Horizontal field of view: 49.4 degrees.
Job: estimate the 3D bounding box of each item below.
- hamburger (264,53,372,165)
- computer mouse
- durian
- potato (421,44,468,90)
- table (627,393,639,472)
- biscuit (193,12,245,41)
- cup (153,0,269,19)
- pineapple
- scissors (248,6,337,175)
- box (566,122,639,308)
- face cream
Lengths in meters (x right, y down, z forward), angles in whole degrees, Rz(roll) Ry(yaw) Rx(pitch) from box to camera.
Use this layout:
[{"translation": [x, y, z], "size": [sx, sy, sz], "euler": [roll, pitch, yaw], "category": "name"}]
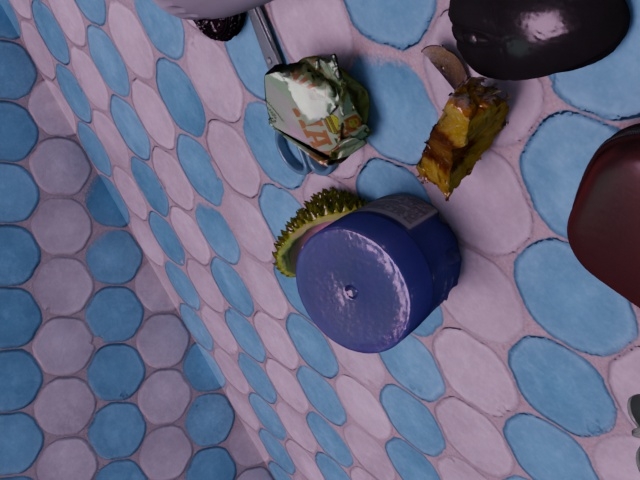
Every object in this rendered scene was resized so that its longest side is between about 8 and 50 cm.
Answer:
[{"translation": [0.004, -0.263, 1.300], "size": [0.214, 0.125, 0.235], "euler": [27, 136, 18], "category": "hamburger"}, {"translation": [0.265, -0.282, 0.923], "size": [0.270, 0.086, 0.137], "euler": [16, 132, 51], "category": "computer mouse"}, {"translation": [0.000, 0.000, 1.548], "size": [0.169, 0.158, 0.352], "euler": [40, 146, 4], "category": "durian"}, {"translation": [0.200, -0.276, 1.085], "size": [0.037, 0.036, 0.093], "euler": [-37, 109, 26], "category": "potato"}, {"translation": [0.566, 0.265, 0.976], "size": [0.166, 0.167, 0.198], "euler": [53, 143, 4], "category": "table"}, {"translation": [-0.227, -0.512, 1.456], "size": [0.195, 0.053, 0.194], "euler": [37, 147, 29], "category": "biscuit"}, {"translation": [-0.154, -0.509, 1.157], "size": [0.372, 0.253, 0.253], "euler": [7, 126, 58], "category": "cup"}, {"translation": [0.227, -0.170, 1.058], "size": [0.079, 0.135, 0.233], "euler": [38, 157, 12], "category": "pineapple"}, {"translation": [-0.085, -0.337, 1.445], "size": [0.193, 0.029, 0.446], "euler": [12, 129, 51], "category": "scissors"}, {"translation": [0.499, 0.025, 0.861], "size": [0.404, 0.108, 0.263], "euler": [40, 147, 28], "category": "box"}, {"translation": [0.115, 0.054, 1.302], "size": [0.249, 0.225, 0.248], "euler": [18, 121, 31], "category": "face cream"}]
